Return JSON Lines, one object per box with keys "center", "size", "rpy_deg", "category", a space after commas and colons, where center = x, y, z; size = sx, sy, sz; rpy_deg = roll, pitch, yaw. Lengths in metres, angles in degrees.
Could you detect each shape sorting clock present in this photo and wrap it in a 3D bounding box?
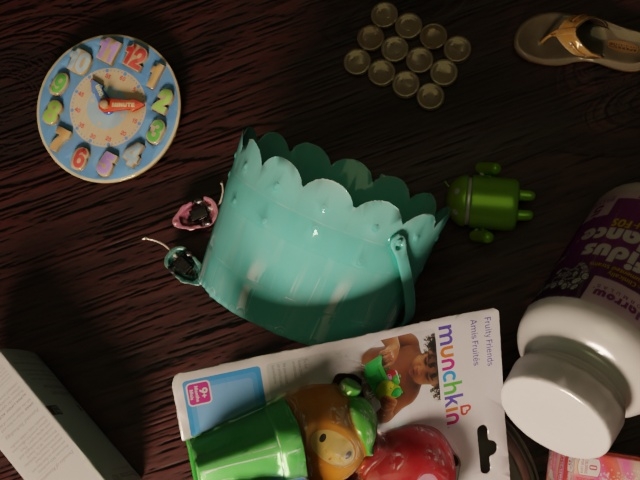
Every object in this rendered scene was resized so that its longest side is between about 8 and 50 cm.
{"center": [-0.289, -0.181, 1.336], "size": [0.206, 0.040, 0.206], "rpy_deg": [-1, 80, 8], "category": "shape sorting clock"}

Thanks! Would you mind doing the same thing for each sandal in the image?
{"center": [0.340, -0.258, 1.260], "size": [0.180, 0.049, 0.072], "rpy_deg": [11, 82, 9], "category": "sandal"}

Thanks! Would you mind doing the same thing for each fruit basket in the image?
{"center": [0.041, 0.258, 1.046], "size": [0.352, 0.165, 0.327], "rpy_deg": [-9, 109, -6], "category": "fruit basket"}

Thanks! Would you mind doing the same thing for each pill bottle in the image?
{"center": [0.323, 0.087, 1.091], "size": [0.169, 0.169, 0.301], "rpy_deg": [33, 58, 11], "category": "pill bottle"}

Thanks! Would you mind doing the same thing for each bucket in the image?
{"center": [0.000, 0.000, 1.149], "size": [0.281, 0.281, 0.183], "rpy_deg": [24, 102, 11], "category": "bucket"}

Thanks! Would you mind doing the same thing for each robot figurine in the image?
{"center": [0.210, -0.047, 1.234], "size": [0.115, 0.067, 0.101], "rpy_deg": [6, 94, 9], "category": "robot figurine"}

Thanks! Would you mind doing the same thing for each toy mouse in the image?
{"center": [-0.163, 0.002, 1.294], "size": [0.143, 0.031, 0.161], "rpy_deg": [-1, 81, 7], "category": "toy mouse"}

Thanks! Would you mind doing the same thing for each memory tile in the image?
{"center": [0.116, -0.246, 1.307], "size": [0.148, 0.012, 0.113], "rpy_deg": [28, 85, 12], "category": "memory tile"}

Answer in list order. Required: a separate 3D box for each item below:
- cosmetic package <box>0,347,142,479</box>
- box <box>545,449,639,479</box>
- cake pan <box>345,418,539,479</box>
{"center": [-0.339, 0.248, 1.236], "size": [0.085, 0.117, 0.231], "rpy_deg": [-45, 79, 0], "category": "cosmetic package"}
{"center": [0.323, 0.389, 1.104], "size": [0.142, 0.154, 0.300], "rpy_deg": [8, 81, 3], "category": "box"}
{"center": [0.123, 0.321, 1.194], "size": [0.293, 0.054, 0.293], "rpy_deg": [-1, 80, 7], "category": "cake pan"}
